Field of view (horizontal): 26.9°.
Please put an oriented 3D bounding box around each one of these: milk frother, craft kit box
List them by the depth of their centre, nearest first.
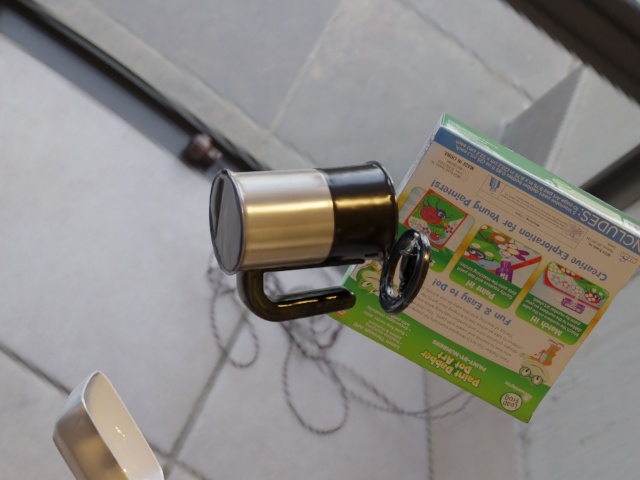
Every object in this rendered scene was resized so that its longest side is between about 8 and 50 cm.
[{"bbox_3d":[0.000,0.000,1.042,0.135,0.143,0.129,-6,87,-23],"label":"milk frother"},{"bbox_3d":[0.172,0.033,1.384,0.250,0.246,0.061,29,21,-4],"label":"craft kit box"}]

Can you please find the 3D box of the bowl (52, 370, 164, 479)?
[{"bbox_3d":[-0.213,0.209,1.323,0.053,0.142,0.142,-31,97,3],"label":"bowl"}]
